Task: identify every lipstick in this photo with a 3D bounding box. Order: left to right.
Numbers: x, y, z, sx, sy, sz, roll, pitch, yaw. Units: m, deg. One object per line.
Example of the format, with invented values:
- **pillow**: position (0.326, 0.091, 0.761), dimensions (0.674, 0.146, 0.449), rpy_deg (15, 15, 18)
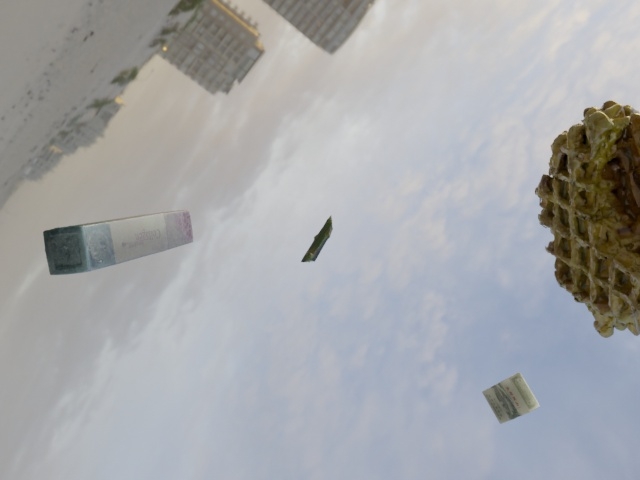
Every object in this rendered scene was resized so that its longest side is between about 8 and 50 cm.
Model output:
- **lipstick**: position (-0.303, -0.005, 0.994), dimensions (0.068, 0.066, 0.317), rpy_deg (-6, -175, 15)

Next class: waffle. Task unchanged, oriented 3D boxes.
- **waffle**: position (0.246, -0.016, 0.516), dimensions (0.070, 0.197, 0.193), rpy_deg (-14, -132, -5)

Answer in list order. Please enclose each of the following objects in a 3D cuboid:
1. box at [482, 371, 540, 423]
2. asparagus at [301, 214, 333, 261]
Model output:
- **box**: position (0.270, 0.226, 0.896), dimensions (0.054, 0.024, 0.083), rpy_deg (64, -25, 19)
- **asparagus**: position (-0.001, 0.000, 1.128), dimensions (0.025, 0.021, 0.108), rpy_deg (-12, -137, 59)
